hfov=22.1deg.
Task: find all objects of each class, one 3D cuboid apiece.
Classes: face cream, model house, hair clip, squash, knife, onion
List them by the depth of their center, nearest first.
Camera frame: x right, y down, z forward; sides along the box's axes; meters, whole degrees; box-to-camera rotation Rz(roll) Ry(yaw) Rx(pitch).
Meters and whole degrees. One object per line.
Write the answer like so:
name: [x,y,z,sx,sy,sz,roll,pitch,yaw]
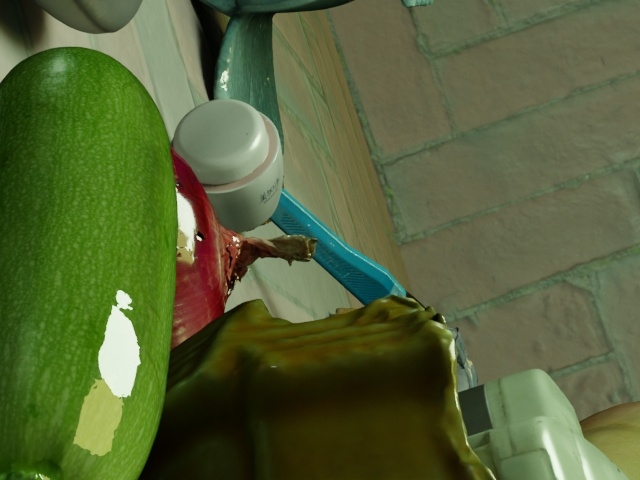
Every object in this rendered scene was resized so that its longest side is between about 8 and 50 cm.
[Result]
squash: [-0.119,0.010,0.755,0.395,0.107,0.107,-96,165,-56]
model house: [-0.023,0.127,0.770,0.173,0.268,0.239,39,25,-37]
onion: [-0.073,0.004,0.963,0.150,0.140,0.150,165,-90,-88]
face cream: [-0.074,-0.059,1.321,0.095,0.091,0.091,74,2,-52]
knife: [0.000,-0.002,1.509,0.296,0.044,0.026,43,36,-25]
hair clip: [-0.026,-0.298,1.725,0.318,0.238,0.392,-41,112,-80]

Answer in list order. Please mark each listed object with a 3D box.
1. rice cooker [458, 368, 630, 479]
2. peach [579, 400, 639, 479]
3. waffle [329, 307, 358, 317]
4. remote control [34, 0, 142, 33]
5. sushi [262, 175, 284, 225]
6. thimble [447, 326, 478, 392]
rice cooker: [0.092,0.236,1.073,0.288,0.277,0.288,-20,90,-82]
peach: [0.259,0.256,1.326,0.292,0.292,0.247,-96,161,-60]
waffle: [0.093,0.253,1.834,0.304,0.078,0.348,-69,140,-80]
remote control: [-0.180,-0.250,0.960,0.332,0.104,0.221,56,19,-69]
sushi: [-0.067,-0.060,1.530,0.060,0.061,0.118,10,45,-35]
thimble: [0.077,0.191,1.506,0.236,0.172,0.205,-54,122,-79]
